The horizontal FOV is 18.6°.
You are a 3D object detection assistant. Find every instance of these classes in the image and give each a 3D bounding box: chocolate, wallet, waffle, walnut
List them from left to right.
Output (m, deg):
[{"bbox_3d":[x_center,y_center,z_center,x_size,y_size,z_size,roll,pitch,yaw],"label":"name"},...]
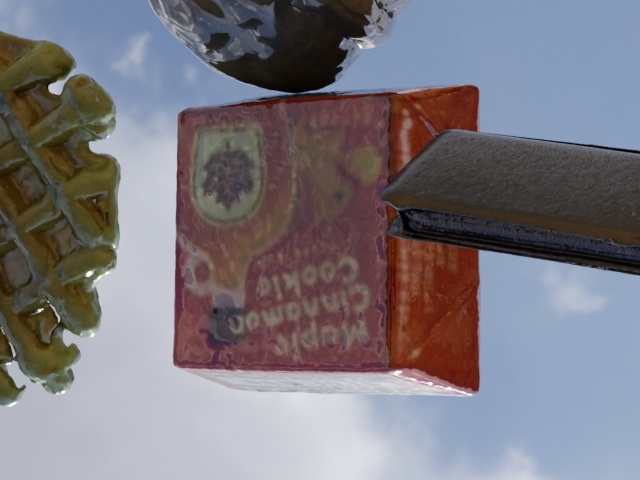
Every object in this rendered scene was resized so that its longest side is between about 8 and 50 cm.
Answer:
[{"bbox_3d":[-0.170,-0.015,0.871,0.183,0.169,0.036,14,-166,22],"label":"waffle"},{"bbox_3d":[-0.028,-0.220,1.492,0.224,0.224,0.224,17,-127,-23],"label":"walnut"},{"bbox_3d":[0.000,0.000,1.472,0.108,0.237,0.235,5,-94,-56],"label":"chocolate"},{"bbox_3d":[0.142,-0.025,1.136,0.198,0.031,0.110,9,-147,30],"label":"wallet"}]

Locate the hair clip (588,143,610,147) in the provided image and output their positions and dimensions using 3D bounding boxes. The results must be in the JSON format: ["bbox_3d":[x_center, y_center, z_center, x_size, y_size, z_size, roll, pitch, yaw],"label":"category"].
[{"bbox_3d":[0.293,-0.053,1.648,0.172,0.049,0.049,4,-122,-22],"label":"hair clip"}]
